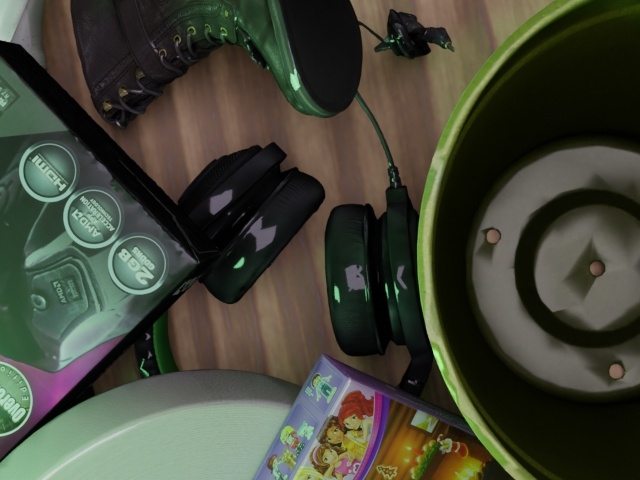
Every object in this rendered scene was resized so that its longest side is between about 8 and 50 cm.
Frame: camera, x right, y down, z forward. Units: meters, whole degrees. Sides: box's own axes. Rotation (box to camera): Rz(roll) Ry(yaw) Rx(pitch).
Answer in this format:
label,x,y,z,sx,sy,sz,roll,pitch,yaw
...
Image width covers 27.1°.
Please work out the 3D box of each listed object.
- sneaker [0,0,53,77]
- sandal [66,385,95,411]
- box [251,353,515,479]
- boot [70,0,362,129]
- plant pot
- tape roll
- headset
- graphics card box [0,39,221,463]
label,x,y,z,sx,sy,sz,roll,pitch,yaw
sneaker,-0.239,-0.076,1.089,0.152,0.114,0.305,9,97,-2
sandal,-0.288,0.198,1.096,0.254,0.054,0.097,-40,89,-2
box,0.020,0.252,0.966,0.201,0.057,0.293,26,94,-26
boot,-0.095,-0.157,1.044,0.229,0.091,0.263,-37,62,32
plant pot,0.237,0.014,0.966,0.367,0.353,0.366,0,88,-1
tape roll,-0.093,0.288,1.005,0.392,0.072,0.392,-6,107,-20
headset,0.000,0.000,1.093,0.243,0.185,0.394,22,102,3
graphics card box,-0.284,0.058,0.995,0.371,0.094,0.233,-43,88,7
